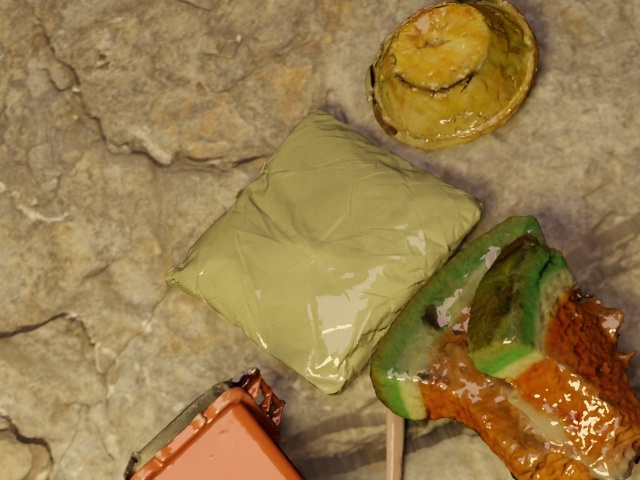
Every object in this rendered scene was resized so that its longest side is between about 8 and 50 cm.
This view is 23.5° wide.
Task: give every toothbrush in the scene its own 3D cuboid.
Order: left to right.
[{"bbox_3d":[0.073,0.250,1.598,0.030,0.025,0.307,-9,60,22],"label":"toothbrush"}]

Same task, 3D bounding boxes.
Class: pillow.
[{"bbox_3d":[0.000,0.002,1.726,0.274,0.076,0.280,33,76,32],"label":"pillow"}]

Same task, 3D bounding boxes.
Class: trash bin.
[{"bbox_3d":[-0.057,0.268,1.554,0.184,0.161,0.239,-44,61,-8],"label":"trash bin"}]

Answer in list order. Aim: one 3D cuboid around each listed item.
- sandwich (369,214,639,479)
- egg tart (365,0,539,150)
[{"bbox_3d":[0.206,0.126,1.539,0.250,0.162,0.301,-39,60,-10],"label":"sandwich"},{"bbox_3d":[0.149,-0.207,1.785,0.213,0.090,0.212,-10,58,17],"label":"egg tart"}]
